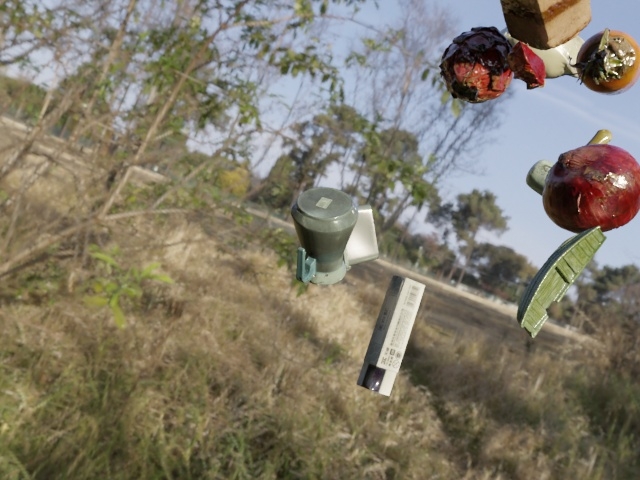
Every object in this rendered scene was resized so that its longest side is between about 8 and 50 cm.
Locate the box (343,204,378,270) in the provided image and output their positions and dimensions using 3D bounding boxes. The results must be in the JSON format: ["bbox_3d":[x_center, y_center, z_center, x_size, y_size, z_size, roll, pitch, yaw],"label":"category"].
[{"bbox_3d":[0.119,-0.020,2.370,0.135,0.244,0.163,-9,2,-11],"label":"box"}]

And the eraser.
[{"bbox_3d":[0.246,0.329,2.309,0.098,0.404,0.096,23,-7,-28],"label":"eraser"}]

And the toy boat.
[{"bbox_3d":[0.540,0.086,1.508,0.093,0.293,0.055,42,-6,-32],"label":"toy boat"}]

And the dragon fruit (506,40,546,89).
[{"bbox_3d":[0.558,-0.463,1.810,0.083,0.106,0.162,-22,-20,31],"label":"dragon fruit"}]

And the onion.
[{"bbox_3d":[0.758,-0.149,1.853,0.276,0.276,0.276,22,-5,2],"label":"onion"}]

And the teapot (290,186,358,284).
[{"bbox_3d":[0.000,0.000,1.705,0.171,0.203,0.225,21,-49,23],"label":"teapot"}]

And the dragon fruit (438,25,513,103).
[{"bbox_3d":[0.494,-0.555,2.115,0.244,0.299,0.244,22,-47,26],"label":"dragon fruit"}]

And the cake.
[{"bbox_3d":[0.640,-0.672,1.901,0.196,0.198,0.293,40,-17,47],"label":"cake"}]

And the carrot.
[{"bbox_3d":[0.907,-0.565,2.095,0.214,0.193,0.331,33,22,16],"label":"carrot"}]

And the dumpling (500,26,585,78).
[{"bbox_3d":[0.893,-0.786,2.623,0.395,0.315,0.233,28,-28,21],"label":"dumpling"}]

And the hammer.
[{"bbox_3d":[0.833,-0.250,2.155,0.202,0.305,0.113,41,-4,21],"label":"hammer"}]
